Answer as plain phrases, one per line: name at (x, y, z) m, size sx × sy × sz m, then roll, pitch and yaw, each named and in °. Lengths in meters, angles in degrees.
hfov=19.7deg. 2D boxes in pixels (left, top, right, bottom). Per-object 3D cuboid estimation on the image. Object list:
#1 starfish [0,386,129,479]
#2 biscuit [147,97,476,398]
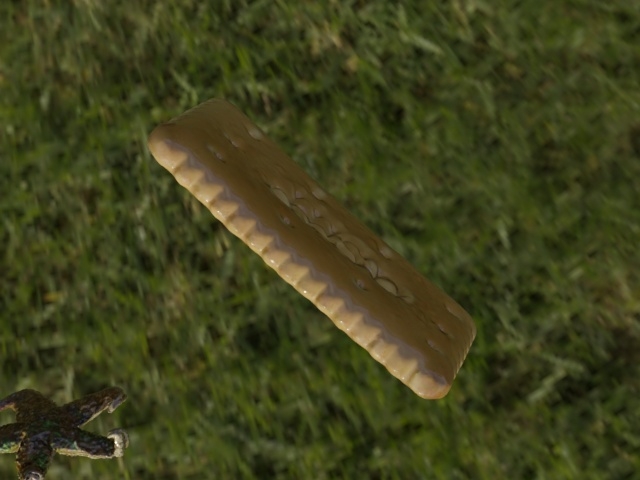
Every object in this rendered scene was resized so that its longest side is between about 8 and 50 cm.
starfish at (-0.287, 0.204, 1.889) m, size 0.209 × 0.150 × 0.053 m, roll -20°, pitch 119°, yaw 9°
biscuit at (0.001, -0.001, 1.211) m, size 0.249 × 0.160 × 0.030 m, roll 42°, pitch 107°, yaw 2°
